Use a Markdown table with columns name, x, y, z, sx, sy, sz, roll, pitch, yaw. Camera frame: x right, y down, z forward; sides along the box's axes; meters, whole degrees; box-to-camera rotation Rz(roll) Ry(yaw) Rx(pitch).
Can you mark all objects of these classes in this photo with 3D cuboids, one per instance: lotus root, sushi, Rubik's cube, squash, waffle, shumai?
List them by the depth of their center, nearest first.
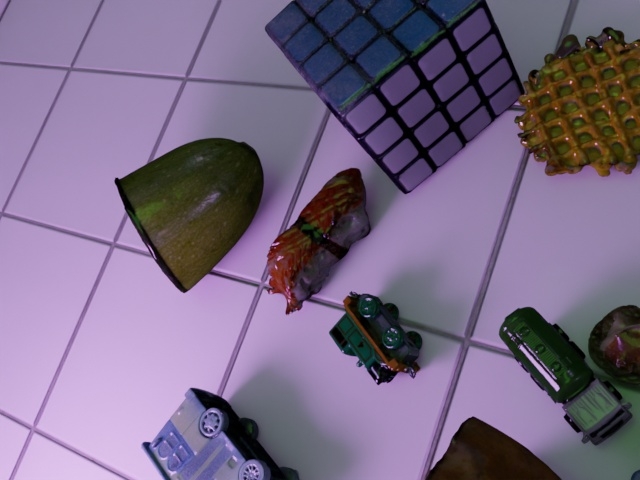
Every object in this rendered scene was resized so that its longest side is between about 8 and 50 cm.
| name | x | y | z | sx | sy | sz | roll | pitch | yaw |
| --- | --- | --- | --- | --- | --- | --- | --- | --- | --- |
| lotus root | 0.262 | 0.474 | 1.116 | 0.250 | 0.316 | 0.316 | 30 | 86 | 30 |
| shumai | 0.513 | 0.165 | 1.217 | 0.145 | 0.116 | 0.145 | -13 | 61 | 25 |
| waffle | 0.529 | -0.265 | 1.429 | 0.329 | 0.062 | 0.329 | -13 | 62 | 26 |
| Rubik's cube | 0.153 | -0.367 | 1.515 | 0.337 | 0.344 | 0.344 | -41 | 55 | 7 |
| sushi | 0.000 | 0.000 | 1.583 | 0.332 | 0.130 | 0.124 | -48 | 49 | -3 |
| squash | -0.257 | -0.082 | 1.699 | 0.309 | 0.310 | 0.310 | -30 | 56 | -6 |

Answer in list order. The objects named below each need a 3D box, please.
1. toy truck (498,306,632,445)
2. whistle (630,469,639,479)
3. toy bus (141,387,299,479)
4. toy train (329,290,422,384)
| name | x | y | z | sx | sy | sz | roll | pitch | yaw |
| --- | --- | --- | --- | --- | --- | --- | --- | --- | --- |
| toy truck | 0.405 | 0.219 | 1.250 | 0.101 | 0.125 | 0.242 | -42 | 56 | 7 |
| whistle | 0.553 | 0.368 | 1.120 | 0.180 | 0.093 | 0.269 | -11 | 63 | -3 |
| toy bus | -0.190 | 0.457 | 1.466 | 0.190 | 0.152 | 0.312 | -49 | 55 | 2 |
| toy train | 0.106 | 0.195 | 1.455 | 0.136 | 0.091 | 0.227 | -47 | 55 | 17 |
